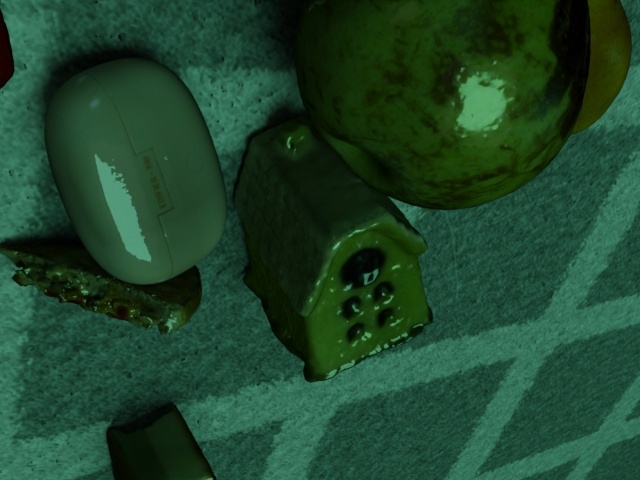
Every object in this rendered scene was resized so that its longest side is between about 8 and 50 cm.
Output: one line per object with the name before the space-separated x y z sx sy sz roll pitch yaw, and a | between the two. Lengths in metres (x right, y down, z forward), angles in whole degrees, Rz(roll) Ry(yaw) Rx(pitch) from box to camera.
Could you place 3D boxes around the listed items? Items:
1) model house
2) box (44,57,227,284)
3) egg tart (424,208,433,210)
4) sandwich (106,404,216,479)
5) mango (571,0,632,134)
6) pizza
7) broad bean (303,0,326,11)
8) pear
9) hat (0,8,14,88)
model house | 0.000 0.000 0.894 0.175 0.193 0.234 -28 141 -9
box | -0.160 -0.060 0.745 0.146 0.088 0.200 -31 116 -31
egg tart | 0.157 -0.095 1.033 0.130 0.052 0.130 -23 141 -20
sandwich | -0.193 0.346 1.093 0.108 0.186 0.220 -20 122 -21
mango | 0.272 -0.205 0.954 0.154 0.126 0.252 -26 143 3
pizza | -0.217 0.043 0.826 0.199 0.188 0.062 12 102 -9
broad bean | 0.078 -0.299 0.607 0.049 0.144 0.292 35 85 -13
pear | 0.114 -0.169 0.754 0.283 0.283 0.283 -21 139 -20
hat | -0.332 -0.154 0.494 0.274 0.242 0.332 -30 171 27
